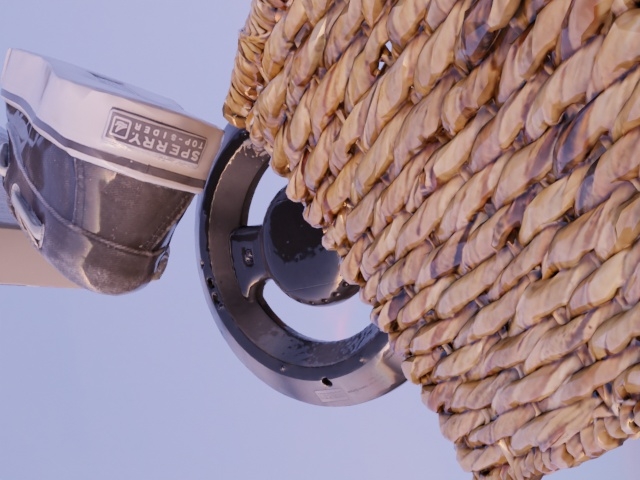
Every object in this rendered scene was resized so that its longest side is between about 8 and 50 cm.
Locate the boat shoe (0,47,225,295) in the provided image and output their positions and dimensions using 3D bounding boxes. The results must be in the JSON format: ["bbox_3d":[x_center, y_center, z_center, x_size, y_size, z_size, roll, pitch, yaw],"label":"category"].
[{"bbox_3d":[-0.125,-0.037,0.656,0.108,0.301,0.102,18,-84,-22],"label":"boat shoe"}]

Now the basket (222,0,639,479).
[{"bbox_3d":[0.122,-0.067,0.442,0.223,0.213,0.299,57,159,12],"label":"basket"}]

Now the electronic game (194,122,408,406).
[{"bbox_3d":[0.000,0.000,0.838,0.048,0.229,0.229,-5,-85,-52],"label":"electronic game"}]

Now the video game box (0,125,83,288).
[{"bbox_3d":[-0.239,-0.033,0.779,0.205,0.187,0.048,8,-65,-56],"label":"video game box"}]
